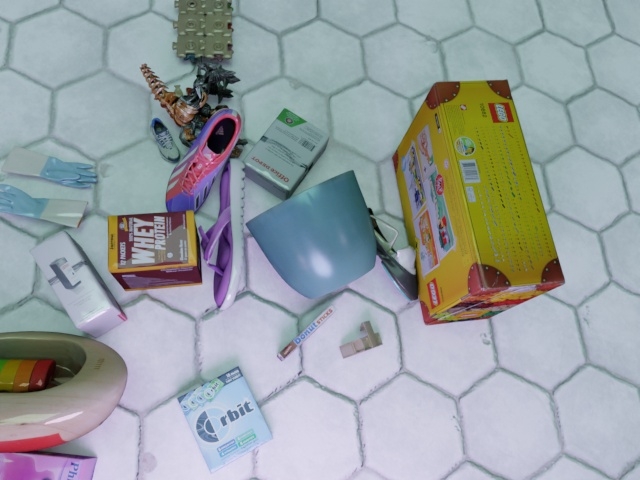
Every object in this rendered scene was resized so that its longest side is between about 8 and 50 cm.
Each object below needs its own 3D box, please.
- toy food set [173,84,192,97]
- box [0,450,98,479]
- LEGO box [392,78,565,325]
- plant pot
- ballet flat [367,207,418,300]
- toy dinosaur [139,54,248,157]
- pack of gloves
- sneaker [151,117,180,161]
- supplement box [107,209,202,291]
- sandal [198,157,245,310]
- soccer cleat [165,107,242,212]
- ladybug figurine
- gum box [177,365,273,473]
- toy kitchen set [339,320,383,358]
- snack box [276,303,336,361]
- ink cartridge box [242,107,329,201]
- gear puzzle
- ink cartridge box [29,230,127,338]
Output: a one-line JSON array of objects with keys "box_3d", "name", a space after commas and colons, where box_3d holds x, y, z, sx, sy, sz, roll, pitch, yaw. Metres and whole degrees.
[{"box_3d": [-0.374, -0.381, 1.512, 0.078, 0.019, 0.122, -1, 71, -8], "name": "toy food set"}, {"box_3d": [-0.617, 0.546, 1.099, 0.243, 0.117, 0.213, 9, 70, -5], "name": "box"}, {"box_3d": [0.353, -0.077, 1.322, 0.193, 0.372, 0.500, -5, 72, -10], "name": "LEGO box"}, {"box_3d": [0.000, 0.000, 1.300, 0.293, 0.293, 0.235, -26, 91, -16], "name": "plant pot"}, {"box_3d": [0.181, 0.027, 1.397, 0.096, 0.095, 0.280, -44, 80, 19], "name": "ballet flat"}, {"box_3d": [-0.325, -0.360, 1.428, 0.322, 0.164, 0.218, 41, 75, -34], "name": "toy dinosaur"}, {"box_3d": [-0.703, -0.129, 1.376, 0.232, 0.046, 0.195, 13, 58, -7], "name": "pack of gloves"}, {"box_3d": [-0.423, -0.272, 1.447, 0.052, 0.058, 0.135, -30, 78, -17], "name": "sneaker"}, {"box_3d": [-0.385, 0.028, 1.273, 0.191, 0.194, 0.129, -4, 72, -9], "name": "supplement box"}, {"box_3d": [-0.254, -0.020, 1.327, 0.102, 0.169, 0.416, 10, 57, -20], "name": "sandal"}, {"box_3d": [-0.299, -0.192, 1.356, 0.108, 0.116, 0.318, 31, 94, -15], "name": "soccer cleat"}, {"box_3d": [-0.635, 0.319, 1.117, 0.449, 0.305, 0.162, 5, 113, -5], "name": "ladybug figurine"}, {"box_3d": [-0.220, 0.412, 1.243, 0.157, 0.041, 0.184, -26, 77, -16], "name": "gum box"}, {"box_3d": [0.097, 0.247, 1.353, 0.083, 0.075, 0.068, -3, 69, -52], "name": "toy kitchen set"}, {"box_3d": [-0.034, 0.228, 1.322, 0.178, 0.064, 0.022, -41, 82, -19], "name": "snack box"}, {"box_3d": [-0.096, -0.232, 1.463, 0.153, 0.087, 0.208, 34, 69, 4], "name": "ink cartridge box"}, {"box_3d": [-0.349, -0.670, 1.610, 0.175, 0.044, 0.339, -1, 68, -7], "name": "gear puzzle"}, {"box_3d": [-0.555, 0.104, 1.241, 0.092, 0.158, 0.218, -32, 78, -17], "name": "ink cartridge box"}]
